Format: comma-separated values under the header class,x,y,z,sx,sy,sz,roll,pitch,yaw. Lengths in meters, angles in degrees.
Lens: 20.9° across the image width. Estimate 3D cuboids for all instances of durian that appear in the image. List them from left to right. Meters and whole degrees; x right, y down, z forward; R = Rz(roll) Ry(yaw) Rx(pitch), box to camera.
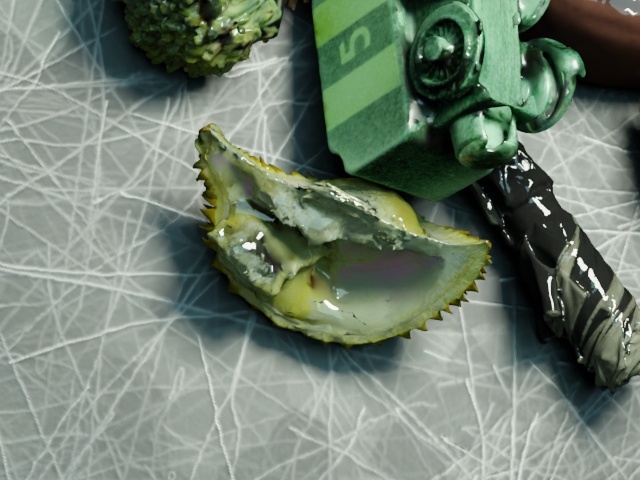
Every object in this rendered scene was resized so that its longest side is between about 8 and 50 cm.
class,x,y,z,sx,sy,sz,roll,pitch,yaw
durian,0.000,0.000,1.674,0.306,0.166,0.172,30,75,-3

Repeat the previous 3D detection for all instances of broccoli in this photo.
class,x,y,z,sx,sy,sz,roll,pitch,yaw
broccoli,-0.121,-0.283,1.751,0.180,0.273,0.242,-8,86,32

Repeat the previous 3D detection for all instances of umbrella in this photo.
class,x,y,z,sx,sy,sz,roll,pitch,yaw
umbrella,0.212,-0.003,1.756,0.106,0.113,0.358,-32,78,-14

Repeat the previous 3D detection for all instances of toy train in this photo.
class,x,y,z,sx,sy,sz,roll,pitch,yaw
toy train,0.115,-0.189,1.692,0.167,0.238,0.299,18,56,-38

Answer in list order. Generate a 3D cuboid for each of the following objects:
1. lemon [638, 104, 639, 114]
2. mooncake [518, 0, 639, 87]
class,x,y,z,sx,sy,sz,roll,pitch,yaw
lemon,0.442,-0.099,1.780,0.244,0.187,0.187,21,73,-3
mooncake,0.349,-0.319,1.825,0.326,0.174,0.334,32,73,0
